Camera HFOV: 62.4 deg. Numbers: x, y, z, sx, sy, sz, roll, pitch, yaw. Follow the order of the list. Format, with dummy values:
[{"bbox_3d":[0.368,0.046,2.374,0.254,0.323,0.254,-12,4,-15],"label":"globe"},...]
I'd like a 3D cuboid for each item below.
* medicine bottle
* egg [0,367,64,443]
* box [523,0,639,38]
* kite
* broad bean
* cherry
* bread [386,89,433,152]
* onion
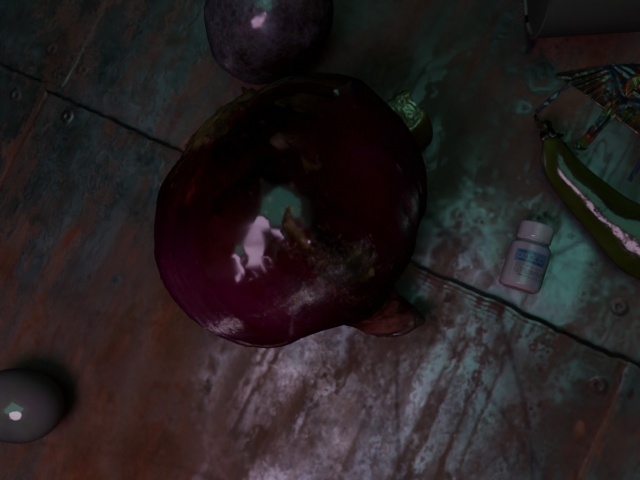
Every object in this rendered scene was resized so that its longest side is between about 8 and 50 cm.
[{"bbox_3d":[0.272,0.022,0.693,0.052,0.052,0.089,18,85,13],"label":"medicine bottle"},{"bbox_3d":[-0.442,0.240,0.773,0.134,0.103,0.103,11,84,15],"label":"egg"},{"bbox_3d":[0.347,-0.374,0.649,0.149,0.226,0.226,0,82,11],"label":"box"},{"bbox_3d":[0.406,-0.185,0.720,0.183,0.010,0.160,43,92,14],"label":"kite"},{"bbox_3d":[0.371,-0.038,0.675,0.075,0.067,0.325,-38,78,-5],"label":"broad bean"},{"bbox_3d":[-0.079,-0.320,0.754,0.194,0.195,0.195,-2,81,11],"label":"cherry"},{"bbox_3d":[0.111,-0.155,0.742,0.083,0.070,0.077,-35,76,7],"label":"bread"},{"bbox_3d":[0.000,0.000,0.647,0.347,0.348,0.385,-41,111,3],"label":"onion"}]
